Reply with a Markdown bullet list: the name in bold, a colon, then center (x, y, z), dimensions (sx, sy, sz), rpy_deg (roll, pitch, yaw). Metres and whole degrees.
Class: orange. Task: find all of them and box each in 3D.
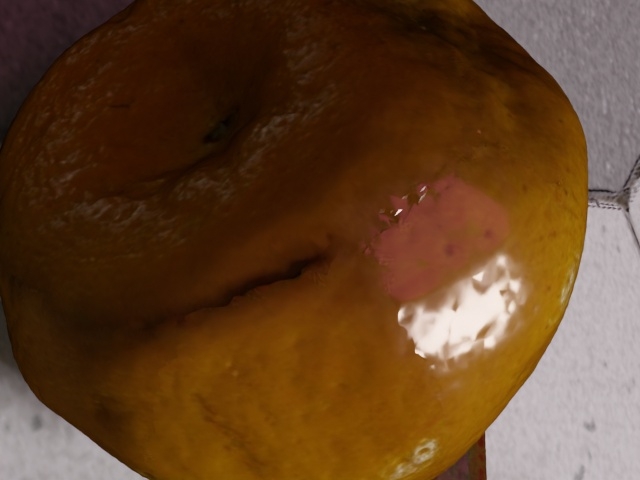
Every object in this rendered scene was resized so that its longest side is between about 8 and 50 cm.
- **orange**: center (0.000, 0.000, 0.712), dimensions (0.183, 0.249, 0.249), rpy_deg (58, 39, -40)

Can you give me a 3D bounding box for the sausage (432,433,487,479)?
- **sausage**: center (0.041, -0.018, 0.877), dimensions (0.082, 0.082, 0.371), rpy_deg (23, 59, -42)
